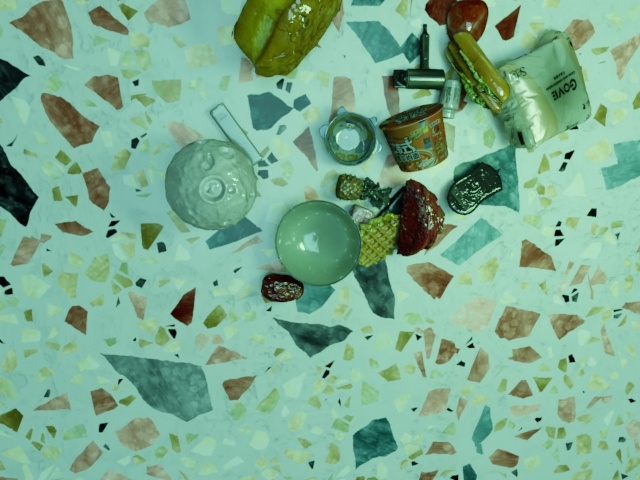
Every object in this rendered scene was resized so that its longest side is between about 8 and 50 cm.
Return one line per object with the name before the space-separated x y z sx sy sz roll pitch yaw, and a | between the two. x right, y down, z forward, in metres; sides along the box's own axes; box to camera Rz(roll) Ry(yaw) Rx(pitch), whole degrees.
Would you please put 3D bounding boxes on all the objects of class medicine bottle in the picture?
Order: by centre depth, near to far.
medicine bottle | 0.509 -0.555 1.793 0.079 0.079 0.140 5 102 -8

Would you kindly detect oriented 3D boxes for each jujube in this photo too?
jujube | -0.155 0.196 1.864 0.176 0.109 0.112 9 135 -11

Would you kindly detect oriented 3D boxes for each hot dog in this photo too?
hot dog | 0.585 -0.622 1.705 0.100 0.135 0.337 -30 83 -23

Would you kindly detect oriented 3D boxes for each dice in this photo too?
dice | 0.160 -0.091 1.846 0.094 0.091 0.093 21 99 -11

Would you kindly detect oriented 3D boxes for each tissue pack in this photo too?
tissue pack | 0.864 -0.574 1.783 0.375 0.195 0.390 -32 104 -12

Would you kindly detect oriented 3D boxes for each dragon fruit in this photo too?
dragon fruit | 0.435 -0.085 1.812 0.205 0.152 0.317 -13 112 -42

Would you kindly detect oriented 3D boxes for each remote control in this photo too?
remote control | -0.325 -0.405 1.759 0.067 0.029 0.261 -36 106 2
remote control | 0.301 -0.127 1.879 0.072 0.042 0.222 36 95 -14

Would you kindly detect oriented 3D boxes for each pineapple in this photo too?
pineapple | 0.177 -0.195 1.824 0.237 0.111 0.119 9 127 -14

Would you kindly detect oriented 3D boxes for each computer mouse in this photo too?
computer mouse | 0.633 -0.212 1.878 0.264 0.088 0.147 -35 87 2

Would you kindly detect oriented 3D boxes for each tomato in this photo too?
tomato | 0.573 -0.836 1.740 0.166 0.082 0.174 -5 100 -6

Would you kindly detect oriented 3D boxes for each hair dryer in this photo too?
hair dryer | 0.378 -0.712 1.760 0.195 0.078 0.249 0 92 -6

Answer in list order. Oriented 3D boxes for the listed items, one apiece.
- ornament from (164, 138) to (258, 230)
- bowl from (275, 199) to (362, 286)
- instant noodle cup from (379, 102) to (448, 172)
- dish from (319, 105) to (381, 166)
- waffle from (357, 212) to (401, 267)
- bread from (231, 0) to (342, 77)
ornament | -0.395 -0.200 1.649 0.336 0.337 0.338 -1 102 -6
bowl | 0.000 0.000 1.799 0.336 0.157 0.338 2 100 9
instant noodle cup | 0.369 -0.389 1.743 0.250 0.250 0.192 -23 113 -1
dish | 0.120 -0.404 1.778 0.236 0.086 0.228 39 94 -12
waffle | 0.231 -0.002 1.844 0.243 0.059 0.238 -17 133 -24
bread | -0.103 -0.741 1.535 0.215 0.398 0.398 44 94 -1
